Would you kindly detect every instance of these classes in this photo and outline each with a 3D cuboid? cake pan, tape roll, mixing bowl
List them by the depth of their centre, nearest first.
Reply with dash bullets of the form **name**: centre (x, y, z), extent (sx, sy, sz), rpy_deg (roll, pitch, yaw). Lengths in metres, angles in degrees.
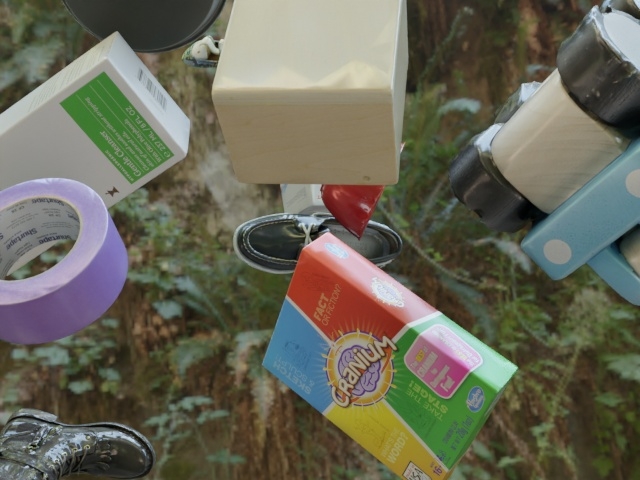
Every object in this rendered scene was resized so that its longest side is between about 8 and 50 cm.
- **tape roll**: centre (-0.326, 0.021, 0.990), extent (0.189, 0.189, 0.080), rpy_deg (-8, -40, 2)
- **cake pan**: centre (-0.287, -0.430, 1.350), extent (0.293, 0.054, 0.293), rpy_deg (-1, -58, -2)
- **mixing bowl**: centre (0.060, -0.101, 1.421), extent (0.098, 0.181, 0.181), rpy_deg (25, -21, 1)

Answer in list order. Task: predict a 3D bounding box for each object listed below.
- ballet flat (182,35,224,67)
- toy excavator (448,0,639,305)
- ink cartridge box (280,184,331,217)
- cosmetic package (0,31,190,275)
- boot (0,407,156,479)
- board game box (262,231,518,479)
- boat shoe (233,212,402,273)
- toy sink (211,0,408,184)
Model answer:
- **ballet flat**: centre (-0.202, -0.381, 1.703), extent (0.188, 0.070, 0.070), rpy_deg (7, -13, 21)
- **toy excavator**: centre (0.346, 0.008, 0.806), extent (0.222, 0.445, 0.433), rpy_deg (-49, -4, 41)
- **ink cartridge box**: centre (-0.004, -0.132, 1.784), extent (0.128, 0.176, 0.127), rpy_deg (1, -18, -30)
- **cosmetic package**: centre (-0.407, -0.135, 1.341), extent (0.365, 0.155, 0.197), rpy_deg (-34, -62, 11)
- **boot**: centre (-0.385, 0.335, 1.227), extent (0.263, 0.091, 0.229), rpy_deg (12, 10, -2)
- **board game box**: centre (0.081, 0.174, 1.173), extent (0.064, 0.316, 0.242), rpy_deg (-32, -30, -46)
- **boat shoe**: centre (0.000, 0.000, 1.497), extent (0.302, 0.114, 0.091), rpy_deg (-1, -11, -26)
- **toy sink**: centre (0.004, -0.176, 0.798), extent (0.152, 0.234, 0.131), rpy_deg (1, -35, 9)
